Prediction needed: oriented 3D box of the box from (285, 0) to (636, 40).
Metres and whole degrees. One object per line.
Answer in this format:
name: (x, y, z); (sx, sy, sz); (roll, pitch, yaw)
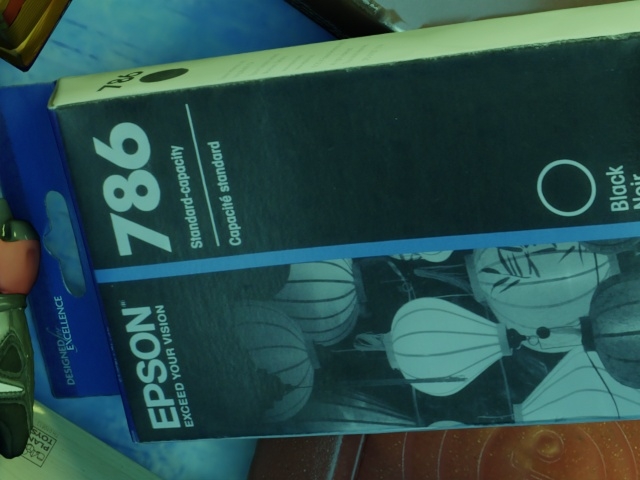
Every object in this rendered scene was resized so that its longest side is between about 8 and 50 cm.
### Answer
box: (0.144, -0.235, 0.836); (0.191, 0.143, 0.381); (36, 86, -13)

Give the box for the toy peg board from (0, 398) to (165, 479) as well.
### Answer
toy peg board: (-0.124, 0.185, 0.858); (0.161, 0.079, 0.160); (34, 72, -13)

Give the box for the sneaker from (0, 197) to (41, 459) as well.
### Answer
sneaker: (-0.231, 0.067, 0.736); (0.276, 0.098, 0.135); (-11, 89, -39)

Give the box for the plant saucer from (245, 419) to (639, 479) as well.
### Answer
plant saucer: (0.100, 0.114, 0.861); (0.259, 0.048, 0.258); (20, 71, -12)

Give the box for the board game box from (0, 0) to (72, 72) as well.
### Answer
board game box: (-0.167, -0.309, 0.638); (0.357, 0.356, 0.356); (32, 88, -8)

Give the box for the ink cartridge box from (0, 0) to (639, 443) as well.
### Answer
ink cartridge box: (0.000, 0.000, 0.769); (0.333, 0.065, 0.165); (-6, 108, 22)
